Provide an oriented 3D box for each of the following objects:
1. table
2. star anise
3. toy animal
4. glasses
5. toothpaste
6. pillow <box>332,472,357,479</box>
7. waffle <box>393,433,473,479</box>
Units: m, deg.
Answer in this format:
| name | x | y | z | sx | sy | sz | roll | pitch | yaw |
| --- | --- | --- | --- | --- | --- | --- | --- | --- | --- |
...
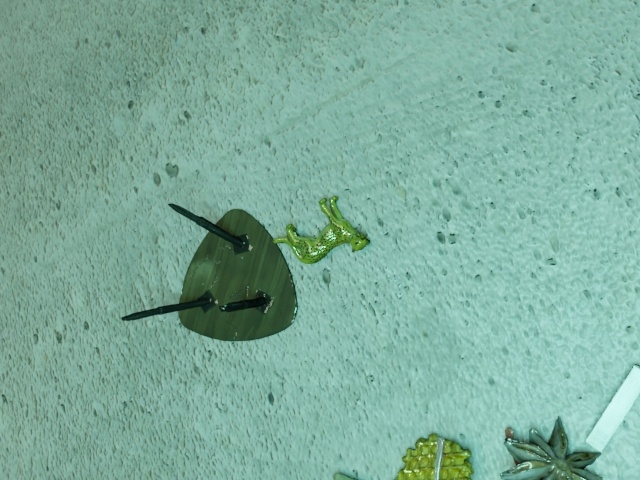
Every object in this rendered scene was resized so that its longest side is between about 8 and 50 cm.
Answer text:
| name | x | y | z | sx | sy | sz | roll | pitch | yaw |
| --- | --- | --- | --- | --- | --- | --- | --- | --- | --- |
| table | -0.228 | 0.090 | 1.392 | 0.317 | 0.249 | 0.317 | -3 | 82 | 24 |
| star anise | 0.411 | 0.402 | 1.130 | 0.195 | 0.182 | 0.065 | 39 | 143 | 36 |
| toy animal | 0.000 | 0.000 | 1.401 | 0.181 | 0.073 | 0.136 | -35 | 78 | 13 |
| glasses | 0.295 | 0.480 | 1.143 | 0.118 | 0.234 | 0.268 | -53 | 43 | 48 |
| toothpaste | 0.518 | 0.291 | 1.137 | 0.034 | 0.046 | 0.164 | 33 | 97 | 26 |
| pillow | 0.107 | 0.546 | 1.289 | 0.208 | 0.053 | 0.119 | 11 | 90 | 22 |
| waffle | 0.206 | 0.456 | 1.217 | 0.191 | 0.038 | 0.191 | -29 | 40 | 28 |
